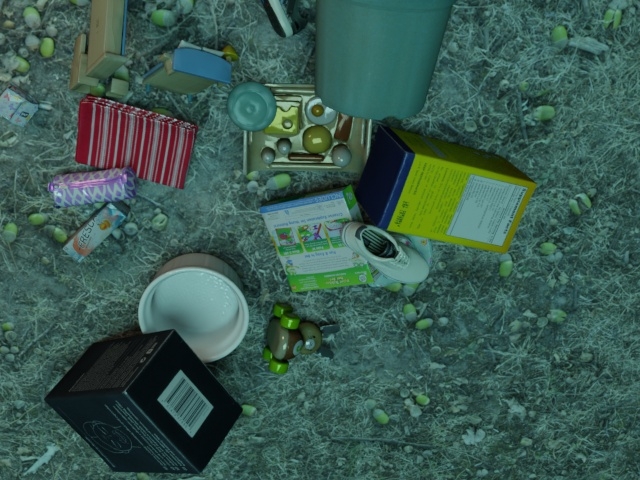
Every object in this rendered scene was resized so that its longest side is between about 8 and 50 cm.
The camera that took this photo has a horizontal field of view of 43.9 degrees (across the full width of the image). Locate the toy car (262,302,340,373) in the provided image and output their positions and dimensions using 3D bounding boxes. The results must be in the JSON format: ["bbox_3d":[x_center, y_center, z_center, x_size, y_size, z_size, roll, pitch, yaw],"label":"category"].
[{"bbox_3d":[-0.041,0.267,2.120,0.188,0.149,0.155,10,103,-20],"label":"toy car"}]

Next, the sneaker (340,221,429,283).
[{"bbox_3d":[0.163,0.038,1.875,0.258,0.091,0.094,26,87,-26],"label":"sneaker"}]

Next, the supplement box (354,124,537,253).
[{"bbox_3d":[0.293,-0.120,1.896,0.356,0.195,0.194,11,113,-21],"label":"supplement box"}]

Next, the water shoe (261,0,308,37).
[{"bbox_3d":[-0.095,-0.563,1.793,0.080,0.073,0.203,-30,114,-19],"label":"water shoe"}]

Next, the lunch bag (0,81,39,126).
[{"bbox_3d":[-0.712,-0.315,1.862,0.083,0.053,0.071,38,108,-27],"label":"lunch bag"}]

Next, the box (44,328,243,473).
[{"bbox_3d":[-0.450,0.416,2.014,0.395,0.212,0.293,-14,120,42],"label":"box"}]

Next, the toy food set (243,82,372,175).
[{"bbox_3d":[-0.032,-0.258,1.906,0.306,0.092,0.220,1,114,-4],"label":"toy food set"}]

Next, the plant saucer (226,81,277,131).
[{"bbox_3d":[-0.161,-0.308,1.847,0.119,0.021,0.119,2,113,5],"label":"plant saucer"}]

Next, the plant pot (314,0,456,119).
[{"bbox_3d":[0.129,-0.460,1.719,0.341,0.341,0.334,3,122,-5],"label":"plant pot"}]

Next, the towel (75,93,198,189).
[{"bbox_3d":[-0.445,-0.230,1.901,0.275,0.031,0.199,14,130,-9],"label":"towel"}]

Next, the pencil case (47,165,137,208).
[{"bbox_3d":[-0.548,-0.132,1.919,0.206,0.088,0.086,-7,71,8],"label":"pencil case"}]

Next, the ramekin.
[{"bbox_3d":[-0.321,0.166,2.052,0.277,0.135,0.277,-1,114,-3],"label":"ramekin"}]

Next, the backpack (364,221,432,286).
[{"bbox_3d":[0.191,0.023,2.019,0.188,0.144,0.166,-18,108,1],"label":"backpack"}]

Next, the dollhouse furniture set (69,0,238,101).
[{"bbox_3d":[-0.372,-0.438,1.800,0.303,0.286,0.198,8,79,-32],"label":"dollhouse furniture set"}]

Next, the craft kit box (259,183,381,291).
[{"bbox_3d":[0.000,0.000,1.971,0.250,0.061,0.247,-8,108,32],"label":"craft kit box"}]

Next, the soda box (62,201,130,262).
[{"bbox_3d":[-0.561,-0.029,1.990,0.183,0.063,0.058,-42,110,14],"label":"soda box"}]
